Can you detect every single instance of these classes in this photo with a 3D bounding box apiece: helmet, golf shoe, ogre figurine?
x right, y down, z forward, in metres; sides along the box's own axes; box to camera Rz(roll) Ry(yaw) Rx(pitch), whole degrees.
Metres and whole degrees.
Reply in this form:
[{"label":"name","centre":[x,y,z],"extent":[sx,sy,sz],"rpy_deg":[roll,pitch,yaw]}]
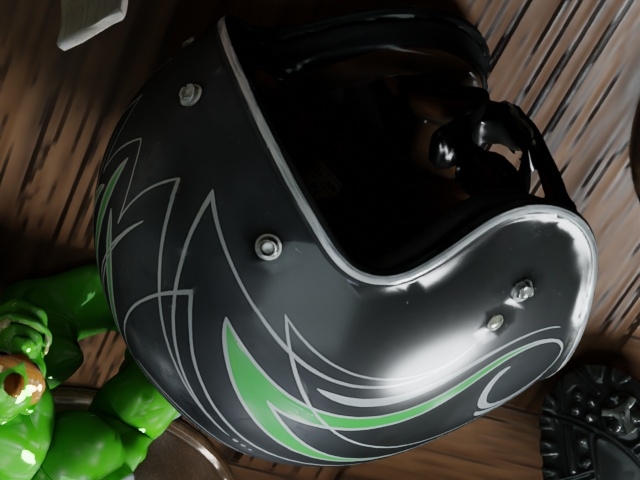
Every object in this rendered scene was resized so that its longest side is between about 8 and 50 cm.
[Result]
[{"label":"helmet","centre":[0.000,0.000,0.645],"extent":[0.162,0.169,0.169],"rpy_deg":[-8,135,-15]},{"label":"golf shoe","centre":[0.162,0.136,0.837],"extent":[0.077,0.094,0.198],"rpy_deg":[-32,101,10]},{"label":"ogre figurine","centre":[-0.133,0.046,0.718],"extent":[0.097,0.118,0.197],"rpy_deg":[-29,128,25]}]

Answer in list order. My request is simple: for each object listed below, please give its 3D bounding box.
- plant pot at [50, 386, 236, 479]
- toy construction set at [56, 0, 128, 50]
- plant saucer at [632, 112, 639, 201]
[{"label":"plant pot","centre":[-0.121,0.182,0.816],"extent":[0.167,0.165,0.167],"rpy_deg":[-1,134,-1]},{"label":"toy construction set","centre":[-0.206,-0.069,0.526],"extent":[0.309,0.237,0.257],"rpy_deg":[-7,133,6]},{"label":"plant saucer","centre":[0.223,-0.030,0.702],"extent":[0.199,0.036,0.198],"rpy_deg":[0,135,0]}]
